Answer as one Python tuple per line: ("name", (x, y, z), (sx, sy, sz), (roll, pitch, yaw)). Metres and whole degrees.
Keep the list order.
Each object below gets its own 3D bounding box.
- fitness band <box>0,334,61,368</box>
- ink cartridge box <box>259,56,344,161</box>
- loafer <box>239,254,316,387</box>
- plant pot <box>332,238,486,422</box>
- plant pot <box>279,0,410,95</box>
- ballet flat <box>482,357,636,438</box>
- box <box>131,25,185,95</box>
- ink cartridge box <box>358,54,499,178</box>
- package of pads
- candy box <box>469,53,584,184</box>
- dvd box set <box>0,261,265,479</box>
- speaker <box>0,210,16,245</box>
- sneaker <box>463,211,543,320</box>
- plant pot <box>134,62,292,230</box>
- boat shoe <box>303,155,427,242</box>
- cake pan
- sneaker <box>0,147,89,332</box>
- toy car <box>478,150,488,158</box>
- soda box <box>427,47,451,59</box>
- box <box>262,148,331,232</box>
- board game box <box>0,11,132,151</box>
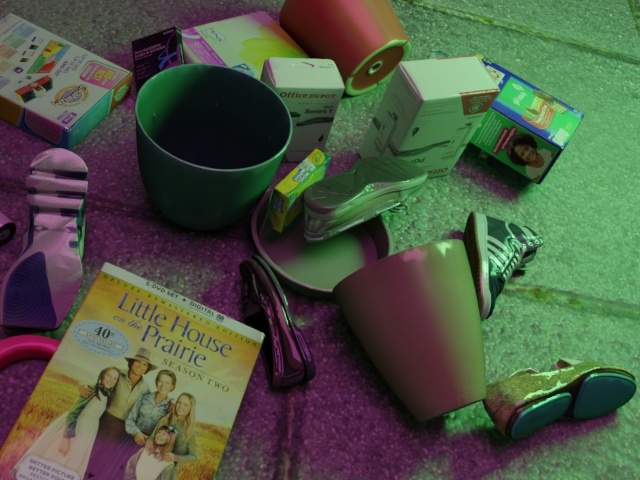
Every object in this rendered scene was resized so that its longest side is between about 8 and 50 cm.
("fitness band", (-0.469, 0.274, 1.299), (0.208, 0.054, 0.291), (17, 47, -3))
("ink cartridge box", (-0.057, -0.277, 1.790), (0.160, 0.219, 0.093), (-4, 52, -20))
("loafer", (-0.098, 0.143, 1.508), (0.084, 0.096, 0.268), (-17, 60, -22))
("plant pot", (0.187, 0.174, 1.490), (0.256, 0.256, 0.274), (-12, 72, -26))
("plant pot", (0.072, -0.504, 2.015), (0.274, 0.275, 0.243), (-24, 72, -33))
("ballet flat", (0.441, 0.275, 1.550), (0.348, 0.123, 0.123), (-7, 53, -31))
("box", (-0.356, -0.384, 1.844), (0.116, 0.029, 0.162), (-15, 70, 14))
("ink cartridge box", (0.232, -0.258, 1.827), (0.207, 0.283, 0.117), (-12, 59, -26))
("package of pads", (-0.191, -0.414, 1.946), (0.296, 0.101, 0.229), (-24, 62, -33))
("candy box", (0.449, -0.302, 2.011), (0.317, 0.122, 0.268), (32, 35, 11))
("dvd box set", (-0.286, 0.262, 1.300), (0.307, 0.062, 0.421), (26, 49, -8))
("speaker", (-0.624, -0.051, 1.527), (0.136, 0.055, 0.055), (38, 50, 15))
("sneaker", (0.381, 0.058, 1.728), (0.153, 0.099, 0.282), (13, 45, -5))
("plant pot", (-0.220, -0.160, 1.627), (0.292, 0.235, 0.293), (9, 48, -10))
("boat shoe", (0.090, -0.088, 1.697), (0.118, 0.103, 0.320), (34, 42, 31))
("cake pan", (0.000, 0.000, 1.684), (0.293, 0.054, 0.293), (9, 49, -11))
("sneaker", (-0.468, 0.012, 1.480), (0.127, 0.182, 0.316), (9, 78, -8))
("toy car", (0.349, -0.226, 1.992), (0.122, 0.060, 0.041), (16, 79, 5))
("soda box", (0.281, -0.409, 2.117), (0.058, 0.063, 0.183), (22, 48, 0))
("box", (-0.050, -0.093, 1.641), (0.043, 0.105, 0.179), (33, 49, 14))
("board game box", (-0.602, -0.343, 1.776), (0.316, 0.064, 0.242), (27, 48, 6))
